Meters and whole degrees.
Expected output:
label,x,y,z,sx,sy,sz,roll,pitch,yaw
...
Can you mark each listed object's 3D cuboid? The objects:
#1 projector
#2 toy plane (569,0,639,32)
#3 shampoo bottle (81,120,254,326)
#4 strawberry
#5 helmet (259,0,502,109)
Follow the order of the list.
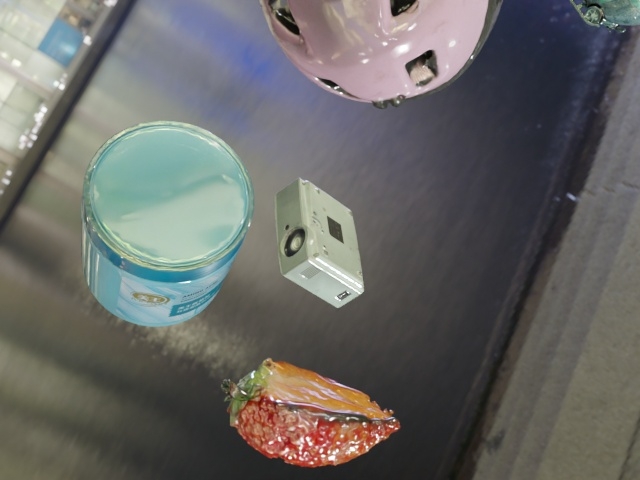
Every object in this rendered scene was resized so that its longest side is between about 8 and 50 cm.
label,x,y,z,sx,sy,sz,roll,pitch,yaw
projector,0.000,0.000,1.194,0.061,0.115,0.147,-35,42,28
toy plane,0.324,-0.248,0.912,0.096,0.060,0.235,-46,62,38
shampoo bottle,-0.330,-0.023,1.846,0.342,0.331,0.331,124,168,-61
strawberry,-0.018,0.191,0.947,0.140,0.192,0.085,28,101,40
helmet,0.028,-0.217,0.643,0.198,0.253,0.154,-5,30,29
